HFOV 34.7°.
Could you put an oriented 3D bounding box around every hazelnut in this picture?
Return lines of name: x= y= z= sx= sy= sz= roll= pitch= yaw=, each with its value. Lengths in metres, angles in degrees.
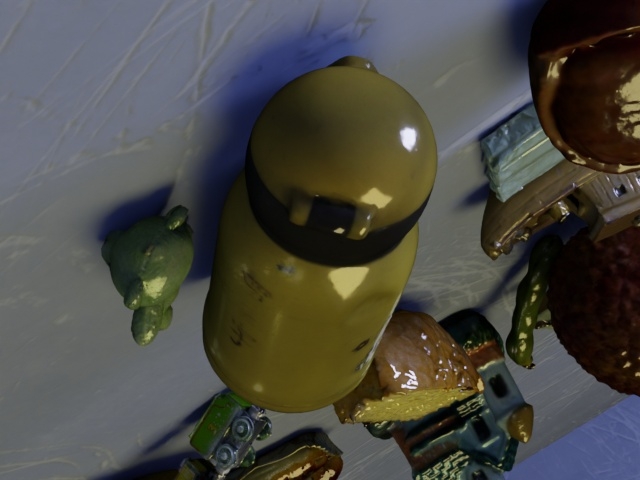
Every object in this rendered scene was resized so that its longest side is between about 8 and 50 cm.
hazelnut: x=0.256 y=-0.146 z=0.862 sx=0.170 sy=0.160 sz=0.202 roll=-34 pitch=162 yaw=14

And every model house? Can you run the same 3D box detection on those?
model house: x=0.213 y=0.291 z=1.543 sx=0.253 sy=0.291 sz=0.184 roll=-32 pitch=161 yaw=6

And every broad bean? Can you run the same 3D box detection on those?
broad bean: x=0.301 y=0.092 z=1.458 sx=0.053 sy=0.052 sz=0.256 roll=8 pitch=128 yaw=5

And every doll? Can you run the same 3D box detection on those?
doll: x=-0.146 y=0.031 z=0.868 sx=0.150 sy=0.078 sz=0.115 roll=99 pitch=10 yaw=-67

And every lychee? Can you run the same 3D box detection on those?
lychee: x=0.414 y=0.078 z=1.323 sx=0.261 sy=0.260 sz=0.260 roll=-24 pitch=156 yaw=-12

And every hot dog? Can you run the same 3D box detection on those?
hot dog: x=-0.087 y=0.400 z=1.674 sx=0.271 sy=0.081 sz=0.162 roll=-26 pitch=155 yaw=-5

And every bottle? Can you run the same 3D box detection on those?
bottle: x=0.000 y=0.000 z=0.853 sx=0.172 sy=0.171 sz=0.351 roll=-19 pitch=154 yaw=-23

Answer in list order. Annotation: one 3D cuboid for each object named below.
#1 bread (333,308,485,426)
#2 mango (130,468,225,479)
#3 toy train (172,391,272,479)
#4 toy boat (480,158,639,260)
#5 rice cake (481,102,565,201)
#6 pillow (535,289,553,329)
bread: x=0.100 y=0.167 z=1.340 sx=0.143 sy=0.139 sz=0.229 roll=-37 pitch=155 yaw=23
mango: x=-0.225 y=0.411 z=1.399 sx=0.330 sy=0.177 sz=0.175 roll=6 pitch=111 yaw=-47
toy train: x=-0.141 y=0.288 z=1.321 sx=0.202 sy=0.081 sz=0.060 roll=-58 pitch=150 yaw=7
toy boat: x=0.324 y=-0.064 z=1.157 sx=0.321 sy=0.121 sz=0.089 roll=-27 pitch=162 yaw=-6
rice cake: x=0.264 y=-0.126 z=1.061 sx=0.211 sy=0.038 sz=0.124 roll=-31 pitch=157 yaw=2
pillow: x=0.494 y=0.049 z=1.576 sx=0.312 sy=0.119 sz=0.310 roll=-39 pitch=151 yaw=25
